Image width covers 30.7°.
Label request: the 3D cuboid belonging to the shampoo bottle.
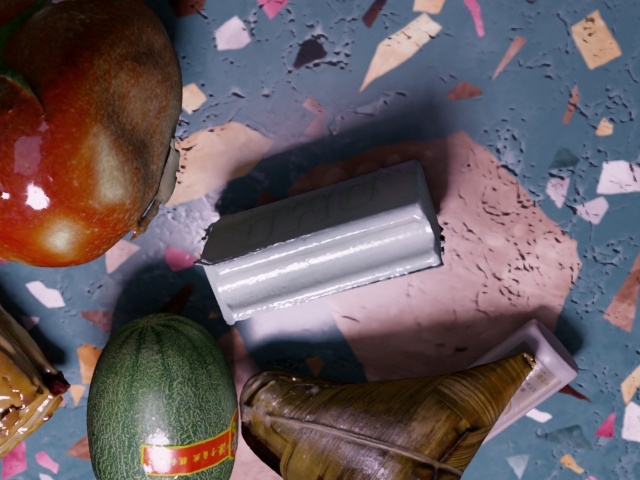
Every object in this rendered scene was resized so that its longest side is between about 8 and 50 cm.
[{"bbox_3d":[0.196,0.191,1.405,0.227,0.056,0.086,-39,95,19],"label":"shampoo bottle"}]

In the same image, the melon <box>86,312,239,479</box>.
[{"bbox_3d":[-0.186,0.224,1.379,0.182,0.182,0.287,5,115,2],"label":"melon"}]

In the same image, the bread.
[{"bbox_3d":[-0.494,0.196,1.396,0.325,0.167,0.277,-34,107,18],"label":"bread"}]

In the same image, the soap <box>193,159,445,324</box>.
[{"bbox_3d":[0.000,0.000,1.286,0.262,0.150,0.094,-15,106,10],"label":"soap"}]

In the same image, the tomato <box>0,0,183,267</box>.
[{"bbox_3d":[-0.276,-0.114,1.185,0.304,0.303,0.239,-30,137,16],"label":"tomato"}]

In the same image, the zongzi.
[{"bbox_3d":[0.074,0.189,1.370,0.286,0.134,0.288,34,82,29],"label":"zongzi"}]
